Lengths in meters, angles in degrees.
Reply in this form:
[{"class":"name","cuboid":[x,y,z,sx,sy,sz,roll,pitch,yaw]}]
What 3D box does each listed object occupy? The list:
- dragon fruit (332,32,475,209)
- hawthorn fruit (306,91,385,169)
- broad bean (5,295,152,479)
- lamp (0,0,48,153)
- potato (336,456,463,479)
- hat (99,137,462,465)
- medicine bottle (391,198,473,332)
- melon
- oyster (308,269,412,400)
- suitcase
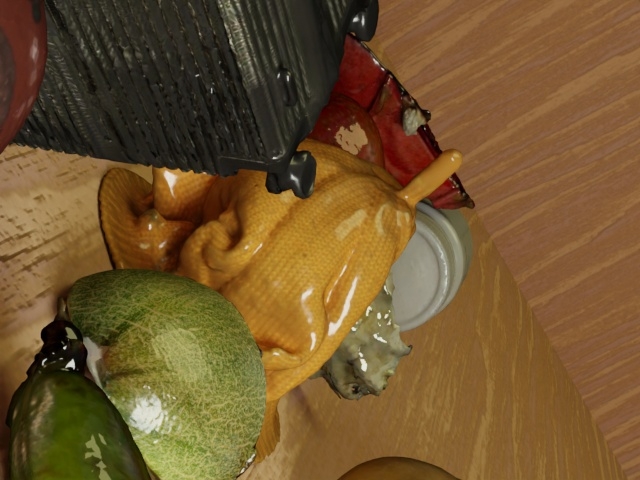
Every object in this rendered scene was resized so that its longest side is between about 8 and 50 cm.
[{"class":"dragon fruit","cuboid":[-0.010,-0.160,1.539,0.343,0.100,0.282,34,-19,45]},{"class":"hawthorn fruit","cuboid":[-0.009,-0.025,1.272,0.162,0.162,0.203,27,49,-69]},{"class":"broad bean","cuboid":[-0.096,0.167,0.651,0.077,0.061,0.339,37,24,-45]},{"class":"lamp","cuboid":[-0.202,-0.090,0.625,0.156,0.157,0.135,22,20,-50]},{"class":"potato","cuboid":[0.082,0.243,1.068,0.150,0.146,0.234,31,-11,42]},{"class":"hat","cuboid":[0.000,0.000,1.025,0.233,0.233,0.244,56,12,-16]},{"class":"medicine bottle","cuboid":[0.091,0.019,1.575,0.144,0.144,0.252,61,9,1]},{"class":"melon","cuboid":[-0.088,0.072,0.861,0.160,0.079,0.128,65,11,17]},{"class":"oyster","cuboid":[-0.001,0.038,1.176,0.072,0.133,0.209,-36,125,-64]},{"class":"suitcase","cuboid":[-0.117,-0.182,0.711,0.335,0.229,0.152,74,30,-54]}]
